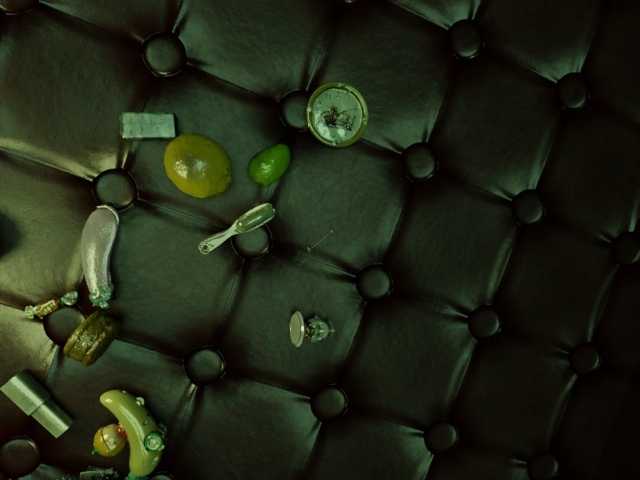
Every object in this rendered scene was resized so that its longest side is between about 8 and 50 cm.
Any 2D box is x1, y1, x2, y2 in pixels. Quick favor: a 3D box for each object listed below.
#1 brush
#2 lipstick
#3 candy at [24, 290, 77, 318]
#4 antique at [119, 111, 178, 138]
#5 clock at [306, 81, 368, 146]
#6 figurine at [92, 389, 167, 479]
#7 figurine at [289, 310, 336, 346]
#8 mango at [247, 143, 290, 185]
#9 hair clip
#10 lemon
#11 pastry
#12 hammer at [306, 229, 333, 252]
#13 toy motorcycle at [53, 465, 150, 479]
[{"bbox_3d":[-0.301,-0.041,1.668,0.312,0.067,0.072,-29,100,-4],"label":"brush"},{"bbox_3d":[-0.964,0.560,1.594,0.079,0.077,0.253,-41,99,-4],"label":"lipstick"},{"bbox_3d":[-0.921,0.223,1.590,0.182,0.046,0.053,-21,96,-5],"label":"candy"},{"bbox_3d":[-0.582,-0.384,1.577,0.183,0.088,0.086,-3,94,-10],"label":"antique"},{"bbox_3d":[0.059,-0.456,1.697,0.237,0.057,0.237,-1,95,-12],"label":"clock"},{"bbox_3d":[-0.680,0.677,1.631,0.222,0.124,0.324,-32,95,-7],"label":"figurine"},{"bbox_3d":[-0.026,0.327,1.726,0.153,0.132,0.132,5,94,-24],"label":"figurine"},{"bbox_3d":[-0.178,-0.273,1.651,0.119,0.100,0.178,44,79,-8],"label":"mango"},{"bbox_3d":[-0.754,0.052,1.596,0.095,0.110,0.359,-5,92,-49],"label":"hair clip"},{"bbox_3d":[-0.409,-0.250,1.563,0.260,0.204,0.204,36,88,3],"label":"lemon"},{"bbox_3d":[-0.758,0.324,1.558,0.103,0.189,0.189,35,88,-6],"label":"pastry"},{"bbox_3d":[0.000,0.000,1.747,0.123,0.014,0.029,-40,109,-7],"label":"hammer"},{"bbox_3d":[-0.776,0.903,1.632,0.327,0.143,0.188,12,98,-26],"label":"toy motorcycle"}]
